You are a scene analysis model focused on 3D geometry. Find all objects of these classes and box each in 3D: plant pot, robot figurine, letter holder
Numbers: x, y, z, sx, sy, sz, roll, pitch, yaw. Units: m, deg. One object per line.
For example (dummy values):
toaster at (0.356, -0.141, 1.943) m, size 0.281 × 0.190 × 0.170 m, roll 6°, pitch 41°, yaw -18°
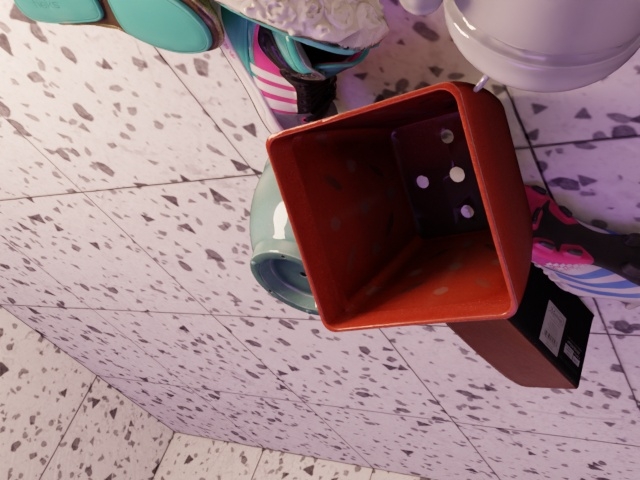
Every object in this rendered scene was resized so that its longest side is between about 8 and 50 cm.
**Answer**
plant pot at (0.133, -0.059, 0.935) m, size 0.267 × 0.236 × 0.267 m, roll -10°, pitch 103°, yaw 36°
robot figurine at (0.216, -0.274, 0.637) m, size 0.300 × 0.199 × 0.353 m, roll -9°, pitch 148°, yaw -4°
plant pot at (0.000, 0.000, 1.201) m, size 0.293 × 0.196 × 0.293 m, roll 20°, pitch 148°, yaw 13°
letter holder at (0.293, 0.119, 1.259) m, size 0.214 × 0.152 × 0.302 m, roll -11°, pitch 136°, yaw 47°

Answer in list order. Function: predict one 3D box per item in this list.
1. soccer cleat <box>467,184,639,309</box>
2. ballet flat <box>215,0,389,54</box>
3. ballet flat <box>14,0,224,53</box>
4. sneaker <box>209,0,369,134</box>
soccer cleat at (0.361, 0.021, 1.090) m, size 0.331 × 0.116 × 0.143 m, roll 22°, pitch 149°, yaw 0°
ballet flat at (-0.106, -0.335, 0.790) m, size 0.409 × 0.147 × 0.147 m, roll 27°, pitch 151°, yaw 14°
ballet flat at (-0.252, -0.328, 0.941) m, size 0.349 × 0.123 × 0.123 m, roll 16°, pitch 150°, yaw 26°
sneaker at (-0.003, -0.221, 0.956) m, size 0.178 × 0.123 × 0.295 m, roll 7°, pitch 146°, yaw 42°
